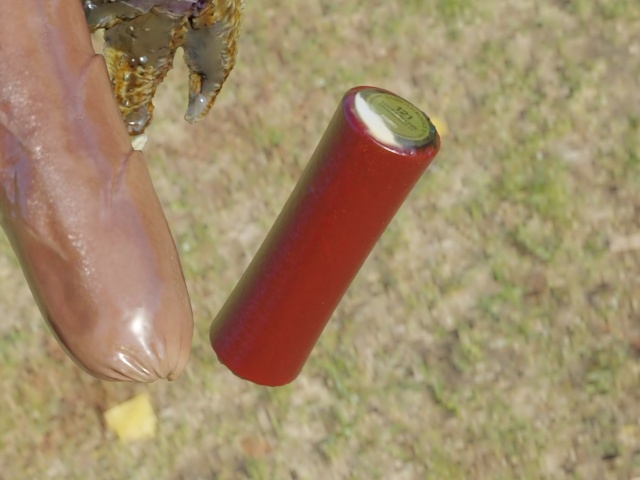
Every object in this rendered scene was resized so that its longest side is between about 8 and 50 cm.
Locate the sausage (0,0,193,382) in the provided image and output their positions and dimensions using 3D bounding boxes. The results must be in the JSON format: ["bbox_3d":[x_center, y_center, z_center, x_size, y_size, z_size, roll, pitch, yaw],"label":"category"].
[{"bbox_3d":[-0.161,-0.112,0.990,0.088,0.088,0.433,-21,68,-2],"label":"sausage"}]

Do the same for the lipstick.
[{"bbox_3d":[0.000,0.000,1.344,0.080,0.241,0.080,21,34,-15],"label":"lipstick"}]

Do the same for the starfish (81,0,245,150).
[{"bbox_3d":[-0.078,-0.163,1.065,0.216,0.238,0.071,-29,56,-26],"label":"starfish"}]
